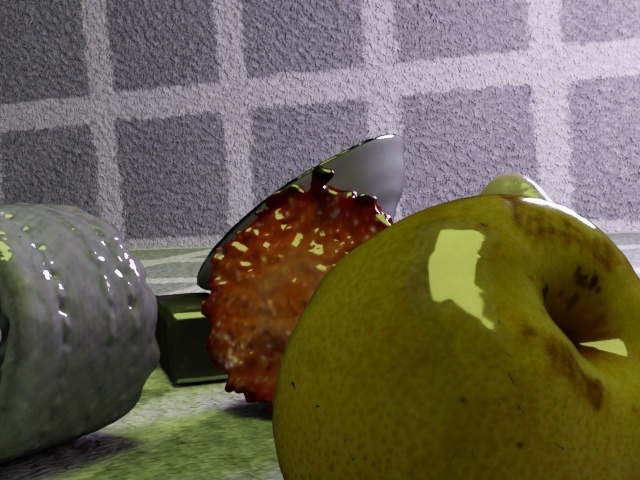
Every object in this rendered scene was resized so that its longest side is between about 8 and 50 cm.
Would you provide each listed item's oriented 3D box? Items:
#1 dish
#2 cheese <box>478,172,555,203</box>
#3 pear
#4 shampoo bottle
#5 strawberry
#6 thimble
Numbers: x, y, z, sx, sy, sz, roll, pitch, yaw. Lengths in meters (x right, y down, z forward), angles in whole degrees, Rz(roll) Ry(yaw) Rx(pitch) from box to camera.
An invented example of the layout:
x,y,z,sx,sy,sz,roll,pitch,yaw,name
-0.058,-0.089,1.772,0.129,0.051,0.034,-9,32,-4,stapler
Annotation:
x,y,z,sx,sy,sz,roll,pitch,yaw,name
0.000,0.000,1.294,0.316,0.106,0.316,-34,-9,-6,dish
0.252,0.027,1.149,0.117,0.218,0.235,-46,-6,4,cheese
0.072,0.086,0.519,0.209,0.208,0.209,-4,4,0,pear
-0.154,0.109,1.222,0.080,0.079,0.246,-3,3,-14,shampoo bottle
0.012,0.067,1.008,0.234,0.233,0.178,-1,-22,30,strawberry
-0.264,0.077,0.880,0.246,0.217,0.157,-21,-12,37,thimble
